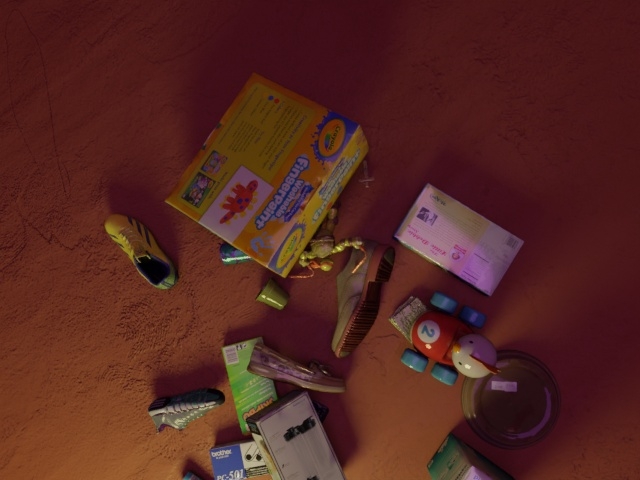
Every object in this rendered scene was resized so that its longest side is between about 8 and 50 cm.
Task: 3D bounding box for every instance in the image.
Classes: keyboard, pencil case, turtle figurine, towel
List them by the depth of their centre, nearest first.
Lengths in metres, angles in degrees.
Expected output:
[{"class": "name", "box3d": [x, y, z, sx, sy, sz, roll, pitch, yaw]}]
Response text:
[{"class": "turtle figurine", "box3d": [0.000, 0.000, 1.528, 0.270, 0.087, 0.217, -19, 65, 33]}, {"class": "keyboard", "box3d": [-0.063, 0.537, 1.534, 0.108, 0.023, 0.180, 28, 86, 5]}, {"class": "towel", "box3d": [0.281, 0.242, 1.543, 0.110, 0.027, 0.148, -43, 83, -3]}, {"class": "pencil case", "box3d": [-0.219, 0.029, 1.569, 0.152, 0.064, 0.070, -11, 97, 2]}]

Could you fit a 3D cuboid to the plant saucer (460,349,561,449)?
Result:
[{"class": "plant saucer", "box3d": [0.537, 0.448, 1.505, 0.278, 0.041, 0.277, 0, 84, 4]}]

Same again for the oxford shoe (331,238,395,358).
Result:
[{"class": "oxford shoe", "box3d": [0.097, 0.162, 1.535, 0.130, 0.123, 0.348, 22, 88, 32]}]

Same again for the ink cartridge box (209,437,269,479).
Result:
[{"class": "ink cartridge box", "box3d": [-0.201, 0.612, 1.510, 0.207, 0.046, 0.097, -13, 84, 9]}]

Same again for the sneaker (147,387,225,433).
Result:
[{"class": "sneaker", "box3d": [-0.374, 0.491, 1.538, 0.224, 0.083, 0.098, -10, 105, 6]}]

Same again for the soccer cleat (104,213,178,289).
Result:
[{"class": "soccer cleat", "box3d": [-0.523, 0.024, 1.555, 0.093, 0.121, 0.289, -44, 84, -1]}]

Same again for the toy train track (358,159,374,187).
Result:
[{"class": "toy train track", "box3d": [0.136, -0.197, 1.599, 0.048, 0.014, 0.083, -6, 79, 9]}]

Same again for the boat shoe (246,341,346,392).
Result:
[{"class": "boat shoe", "box3d": [-0.059, 0.362, 1.501, 0.285, 0.104, 0.089, 17, 73, -8]}]

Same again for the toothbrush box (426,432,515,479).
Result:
[{"class": "toothbrush box", "box3d": [0.411, 0.637, 1.364, 0.216, 0.295, 0.126, 35, 87, 5]}]

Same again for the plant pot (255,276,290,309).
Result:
[{"class": "plant pot", "box3d": [-0.133, 0.159, 1.551, 0.079, 0.083, 0.083, 34, 87, -8]}]

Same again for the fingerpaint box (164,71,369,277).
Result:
[{"class": "fingerpaint box", "box3d": [-0.142, -0.183, 1.493, 0.371, 0.163, 0.444, 30, 84, 20]}]

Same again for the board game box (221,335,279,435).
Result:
[{"class": "board game box", "box3d": [-0.194, 0.417, 1.545, 0.124, 0.039, 0.259, -15, 81, 1]}]

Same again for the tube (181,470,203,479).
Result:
[{"class": "tube", "box3d": [-0.305, 0.734, 1.511, 0.207, 0.052, 0.080, 35, 58, 5]}]

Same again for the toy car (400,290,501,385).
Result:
[{"class": "toy car", "box3d": [0.369, 0.283, 1.407, 0.210, 0.238, 0.219, 27, 89, -20]}]

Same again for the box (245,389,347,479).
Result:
[{"class": "box", "box3d": [-0.062, 0.572, 1.449, 0.169, 0.087, 0.289, -26, 92, -30]}]

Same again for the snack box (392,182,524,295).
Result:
[{"class": "snack box", "box3d": [0.392, -0.002, 1.544, 0.322, 0.060, 0.187, 33, 87, 5]}]
